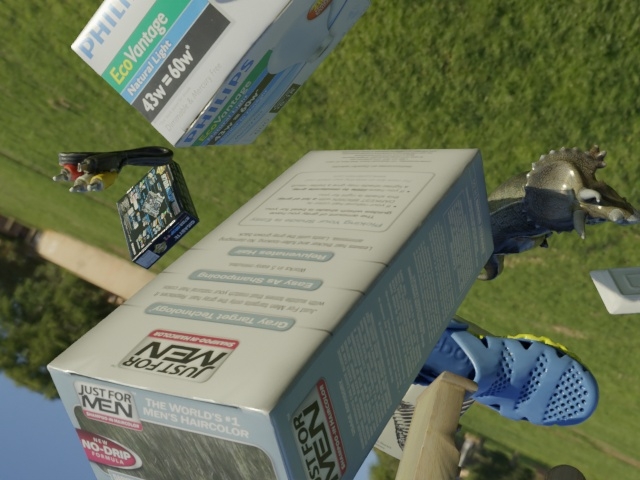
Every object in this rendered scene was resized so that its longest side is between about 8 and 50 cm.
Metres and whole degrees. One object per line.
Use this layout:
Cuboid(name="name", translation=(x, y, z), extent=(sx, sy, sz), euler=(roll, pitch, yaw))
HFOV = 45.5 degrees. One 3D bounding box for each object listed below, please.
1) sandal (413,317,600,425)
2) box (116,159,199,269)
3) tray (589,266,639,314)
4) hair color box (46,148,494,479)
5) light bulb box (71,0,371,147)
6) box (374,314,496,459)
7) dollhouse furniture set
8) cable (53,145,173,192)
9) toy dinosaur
Cuboid(name="sandal", translation=(0.213, 0.173, 1.024), extent=(0.317, 0.126, 0.138), euler=(16, -170, 13))
Cuboid(name="box", translation=(-0.377, -0.067, 1.752), extent=(0.051, 0.175, 0.220), euler=(35, -161, -43))
Cuboid(name="tray", translation=(0.716, 0.090, 1.587), extent=(0.270, 0.030, 0.145), euler=(-4, -146, 1))
Cuboid(name="hair color box", translation=(-0.008, 0.047, 0.622), extent=(0.185, 0.374, 0.113), euler=(3, 120, 31))
Cuboid(name="light bulb box", translation=(-0.136, -0.352, 1.228), extent=(0.225, 0.358, 0.361), euler=(44, -165, 4))
Cuboid(name="box", translation=(0.196, 0.265, 1.344), extent=(0.113, 0.275, 0.094), euler=(27, -150, -7))
Cuboid(name="dollhouse furniture set", translation=(0.214, 0.273, 0.846), extent=(0.242, 0.161, 0.212), euler=(20, 152, 0))
Cuboid(name="cable", translation=(-0.446, -0.159, 1.642), extent=(0.139, 0.072, 0.287), euler=(19, -160, 23))
Cuboid(name="toy dinosaur", translation=(0.234, -0.034, 0.859), extent=(0.160, 0.121, 0.313), euler=(-4, 169, -30))
